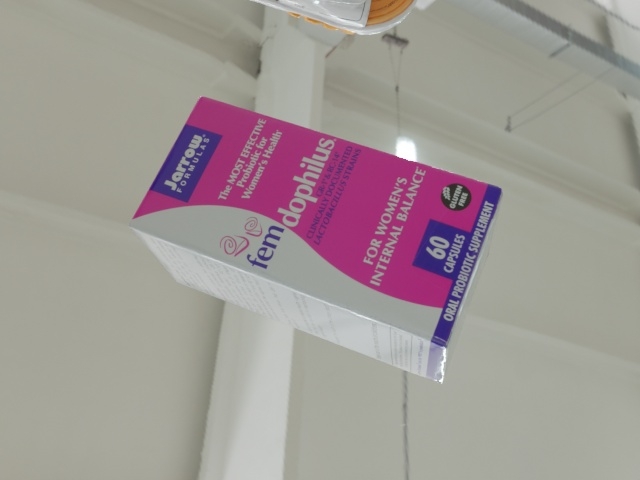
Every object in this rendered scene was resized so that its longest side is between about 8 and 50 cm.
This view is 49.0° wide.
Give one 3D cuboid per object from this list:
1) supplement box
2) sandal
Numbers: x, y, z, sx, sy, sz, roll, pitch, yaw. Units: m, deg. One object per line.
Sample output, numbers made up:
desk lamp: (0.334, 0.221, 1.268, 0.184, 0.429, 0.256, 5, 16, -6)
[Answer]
supplement box: (0.000, 0.000, 0.491, 0.220, 0.114, 0.111, 18, -109, 15)
sandal: (-0.017, -0.274, 0.690, 0.265, 0.076, 0.102, 5, -98, -14)
